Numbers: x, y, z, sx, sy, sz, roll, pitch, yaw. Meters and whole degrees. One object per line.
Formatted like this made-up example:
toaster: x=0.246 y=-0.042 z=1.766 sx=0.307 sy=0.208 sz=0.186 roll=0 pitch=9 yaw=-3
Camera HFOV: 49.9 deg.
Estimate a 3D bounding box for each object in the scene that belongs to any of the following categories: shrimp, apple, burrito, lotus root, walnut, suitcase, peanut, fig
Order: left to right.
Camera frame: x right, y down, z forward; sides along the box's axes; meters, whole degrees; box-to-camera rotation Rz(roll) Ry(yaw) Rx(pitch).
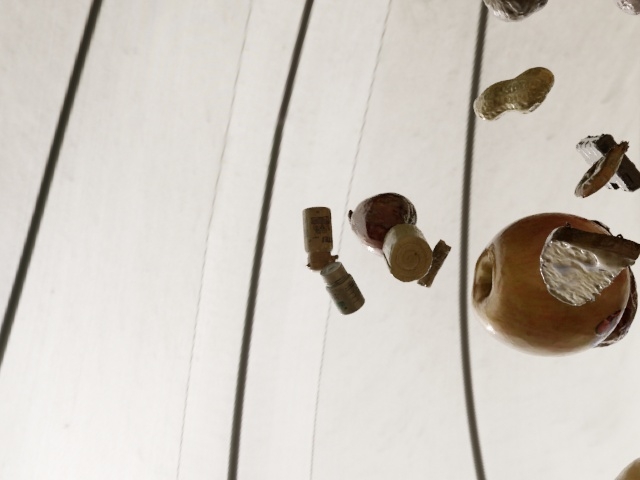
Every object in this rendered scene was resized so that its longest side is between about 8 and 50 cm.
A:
fig: x=0.215 y=-0.058 z=2.329 sx=0.224 sy=0.224 sz=0.263 roll=7 pitch=-173 yaw=-24
burrito: x=0.354 y=0.075 z=2.144 sx=0.051 sy=0.171 sz=0.042 roll=26 pitch=-161 yaw=3
peanut: x=0.584 y=-0.433 z=2.082 sx=0.111 sy=0.274 sz=0.125 roll=-37 pitch=-76 yaw=-40
walnut: x=0.554 y=-0.726 z=1.926 sx=0.224 sy=0.224 sz=0.224 roll=16 pitch=-152 yaw=-9
apple: x=0.587 y=0.118 z=1.813 sx=0.347 sy=0.391 sz=0.391 roll=7 pitch=-150 yaw=-13
lotus root: x=0.561 y=0.045 z=1.484 sx=0.170 sy=0.260 sz=0.074 roll=36 pitch=-114 yaw=18
shrimp: x=0.810 y=-0.205 z=1.980 sx=0.053 sy=0.236 sz=0.133 roll=40 pitch=164 yaw=0
suitcase: x=0.939 y=-0.253 z=2.238 sx=0.206 sy=0.066 sz=0.285 roll=52 pitch=-169 yaw=0

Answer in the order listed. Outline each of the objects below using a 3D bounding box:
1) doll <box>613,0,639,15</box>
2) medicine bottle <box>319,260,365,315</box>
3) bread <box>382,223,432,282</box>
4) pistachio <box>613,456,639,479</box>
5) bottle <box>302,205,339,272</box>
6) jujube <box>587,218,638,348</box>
doll: x=0.651 y=-0.599 z=1.509 sx=0.287 sy=0.151 sz=0.151 roll=17 pitch=-153 yaw=-22
medicine bottle: x=0.056 y=0.126 z=1.812 sx=0.130 sy=0.080 sz=0.080 roll=59 pitch=-159 yaw=-18
bread: x=0.262 y=0.036 z=2.087 sx=0.134 sy=0.148 sz=0.141 roll=15 pitch=-162 yaw=-9
pistachio: x=0.730 y=0.573 z=1.448 sx=0.309 sy=0.229 sz=0.230 roll=-11 pitch=-140 yaw=-33
bottle: x=0.000 y=0.000 z=2.224 sx=0.110 sy=0.209 sz=0.097 roll=-3 pitch=170 yaw=-10
jujube: x=0.818 y=0.131 z=2.090 sx=0.277 sy=0.276 sz=0.376 roll=7 pitch=-118 yaw=-24
